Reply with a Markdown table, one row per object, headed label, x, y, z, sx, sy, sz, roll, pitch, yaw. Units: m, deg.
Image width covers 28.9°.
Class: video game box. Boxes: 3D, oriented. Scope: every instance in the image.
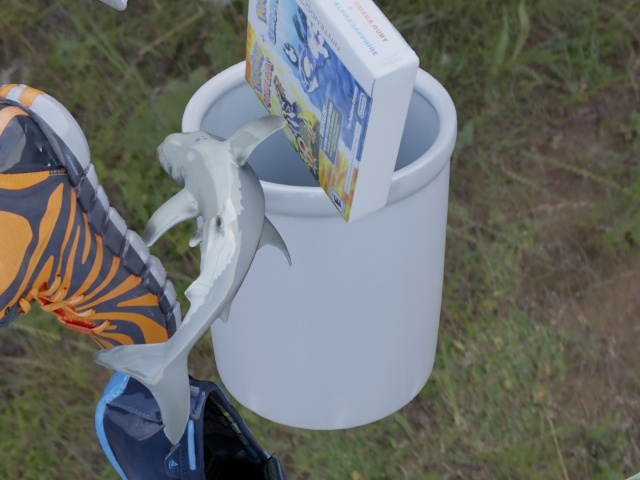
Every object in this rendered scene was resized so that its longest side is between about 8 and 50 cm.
| label | x | y | z | sx | sy | sz | roll | pitch | yaw |
| --- | --- | --- | --- | --- | --- | --- | --- | --- | --- |
| video game box | 0.002 | -0.143 | 1.039 | 0.048 | 0.205 | 0.187 | -23 | 63 | -19 |

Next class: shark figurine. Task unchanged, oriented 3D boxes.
| label | x | y | z | sx | sy | sz | roll | pitch | yaw |
| --- | --- | --- | --- | --- | --- | --- | --- | --- | --- |
| shark figurine | -0.071 | 0.014 | 1.011 | 0.166 | 0.116 | 0.278 | -21 | 46 | 29 |

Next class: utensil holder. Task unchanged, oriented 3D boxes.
| label | x | y | z | sx | sy | sz | roll | pitch | yaw |
| --- | --- | --- | --- | --- | --- | --- | --- | --- | --- |
| utensil holder | 0.000 | 0.000 | 1.579 | 0.327 | 0.386 | 0.328 | 0 | 38 | 0 |

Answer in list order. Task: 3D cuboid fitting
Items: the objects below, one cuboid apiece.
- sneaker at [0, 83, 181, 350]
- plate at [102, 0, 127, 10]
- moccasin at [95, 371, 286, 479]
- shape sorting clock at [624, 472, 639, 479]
| label | x | y | z | sx | sy | sz | roll | pitch | yaw |
| --- | --- | --- | --- | --- | --- | --- | --- | --- | --- |
| sneaker | -0.242 | 0.041 | 1.063 | 0.124 | 0.321 | 0.180 | 0 | 43 | 32 |
| plate | -0.121 | -0.255 | 0.478 | 0.045 | 0.278 | 0.277 | -5 | 85 | -1 |
| moccasin | -0.087 | 0.243 | 1.132 | 0.116 | 0.342 | 0.138 | 1 | 53 | 28 |
| shape sorting clock | 0.195 | 0.224 | 0.820 | 0.040 | 0.206 | 0.206 | 41 | 78 | -8 |
